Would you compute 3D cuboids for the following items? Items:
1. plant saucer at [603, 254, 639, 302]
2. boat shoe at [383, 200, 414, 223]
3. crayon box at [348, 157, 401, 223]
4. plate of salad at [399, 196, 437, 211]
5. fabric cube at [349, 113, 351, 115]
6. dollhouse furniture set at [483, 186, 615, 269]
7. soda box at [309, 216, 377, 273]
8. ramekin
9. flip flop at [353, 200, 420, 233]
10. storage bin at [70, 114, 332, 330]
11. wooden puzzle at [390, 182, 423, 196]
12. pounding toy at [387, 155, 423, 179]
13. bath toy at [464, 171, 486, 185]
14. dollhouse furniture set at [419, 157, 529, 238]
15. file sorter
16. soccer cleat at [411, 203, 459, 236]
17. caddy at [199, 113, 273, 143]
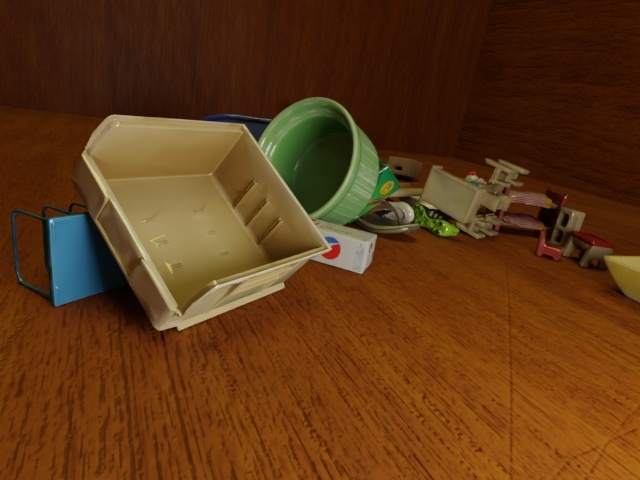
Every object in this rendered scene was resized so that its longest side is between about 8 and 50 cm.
[{"bbox_3d":[0.828,0.128,0.910,0.333,0.080,0.333,1,20,-23],"label":"plant saucer"},{"bbox_3d":[0.194,-0.089,1.294,0.063,0.066,0.184,-14,28,-30],"label":"boat shoe"},{"bbox_3d":[0.090,-0.171,1.230,0.165,0.081,0.278,-35,28,3],"label":"crayon box"},{"bbox_3d":[0.368,-0.123,1.502,0.200,0.048,0.200,4,19,-1],"label":"plate of salad"},{"bbox_3d":[-0.005,-0.653,2.622,0.254,0.257,0.259,-2,21,-29],"label":"fabric cube"},{"bbox_3d":[0.657,-0.062,1.290,0.202,0.152,0.374,8,18,-5],"label":"dollhouse furniture set"},{"bbox_3d":[0.000,0.000,0.904,0.216,0.069,0.074,16,19,17],"label":"soda box"},{"bbox_3d":[-0.009,-0.170,1.054,0.304,0.303,0.148,23,2,37],"label":"ramekin"},{"bbox_3d":[0.148,-0.078,1.199,0.112,0.080,0.277,-5,23,-39],"label":"flip flop"},{"bbox_3d":[-0.164,-0.037,0.632,0.262,0.123,0.260,56,33,12],"label":"storage bin"},{"bbox_3d":[0.199,-0.174,1.493,0.221,0.044,0.239,-4,9,-24],"label":"wooden puzzle"},{"bbox_3d":[0.417,-0.357,2.204,0.181,0.094,0.206,17,9,39],"label":"pounding toy"},{"bbox_3d":[0.591,-0.194,1.711,0.152,0.128,0.348,14,18,16],"label":"bath toy"},{"bbox_3d":[0.435,-0.136,1.268,0.242,0.212,0.161,-6,34,-40],"label":"dollhouse furniture set"},{"bbox_3d":[-0.338,0.002,0.648,0.105,0.118,0.170,16,18,27],"label":"file sorter"},{"bbox_3d":[0.326,-0.055,1.275,0.073,0.060,0.179,11,21,-29],"label":"soccer cleat"},{"bbox_3d":[-0.255,-0.328,1.481,0.342,0.179,0.241,1,-10,-25],"label":"caddy"}]
